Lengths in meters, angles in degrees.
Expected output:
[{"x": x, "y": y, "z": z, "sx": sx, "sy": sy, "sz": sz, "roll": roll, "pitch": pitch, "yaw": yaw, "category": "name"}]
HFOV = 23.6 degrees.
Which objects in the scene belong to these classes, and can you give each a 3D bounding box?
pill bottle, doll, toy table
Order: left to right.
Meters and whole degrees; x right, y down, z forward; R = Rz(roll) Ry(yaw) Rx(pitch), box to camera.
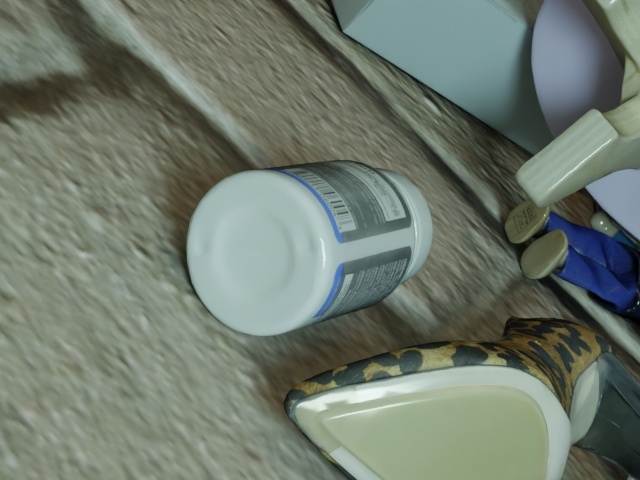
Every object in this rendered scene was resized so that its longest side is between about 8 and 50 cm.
[{"x": 0.000, "y": 0.000, "z": 0.755, "sx": 0.078, "sy": 0.078, "sz": 0.137, "roll": 50, "pitch": 24, "yaw": 14, "category": "pill bottle"}, {"x": 0.215, "y": 0.026, "z": 1.098, "sx": 0.189, "sy": 0.046, "sz": 0.129, "roll": 27, "pitch": 30, "yaw": -34, "category": "doll"}, {"x": 0.249, "y": -0.098, "z": 1.038, "sx": 0.274, "sy": 0.252, "sz": 0.161, "roll": 40, "pitch": 3, "yaw": 17, "category": "toy table"}]

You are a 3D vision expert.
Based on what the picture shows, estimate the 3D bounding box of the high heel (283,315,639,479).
[{"x": 0.066, "y": 0.075, "z": 0.776, "sx": 0.261, "sy": 0.093, "sz": 0.186, "roll": 13, "pitch": 14, "yaw": -31, "category": "high heel"}]

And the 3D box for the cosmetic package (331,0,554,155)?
[{"x": 0.110, "y": -0.243, "z": 1.311, "sx": 0.284, "sy": 0.097, "sz": 0.377, "roll": 27, "pitch": 29, "yaw": -31, "category": "cosmetic package"}]

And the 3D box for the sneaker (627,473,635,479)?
[{"x": 0.233, "y": 0.165, "z": 0.895, "sx": 0.166, "sy": 0.065, "sz": 0.076, "roll": 60, "pitch": 9, "yaw": 16, "category": "sneaker"}]

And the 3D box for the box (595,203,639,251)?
[{"x": 0.326, "y": -0.056, "z": 1.361, "sx": 0.169, "sy": 0.087, "sz": 0.290, "roll": 39, "pitch": 24, "yaw": -13, "category": "box"}]
